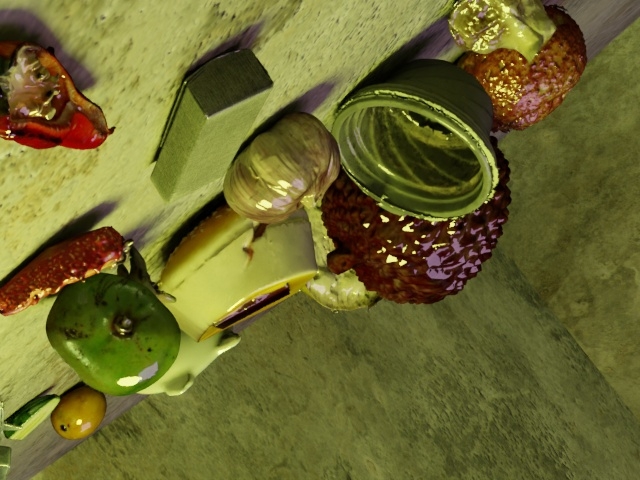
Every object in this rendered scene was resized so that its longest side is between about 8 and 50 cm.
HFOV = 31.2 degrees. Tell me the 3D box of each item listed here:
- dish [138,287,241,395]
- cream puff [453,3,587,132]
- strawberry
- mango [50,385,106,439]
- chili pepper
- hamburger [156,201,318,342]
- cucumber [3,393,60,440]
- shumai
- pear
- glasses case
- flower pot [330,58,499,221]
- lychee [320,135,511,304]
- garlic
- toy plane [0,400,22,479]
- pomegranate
[{"bbox_3d":[-0.232,0.125,1.767,0.228,0.086,0.236,-40,-147,-14],"label":"dish"},{"bbox_3d":[0.317,-0.266,1.827,0.240,0.164,0.240,-34,180,0],"label":"cream puff"},{"bbox_3d":[-0.257,0.027,1.139,0.152,0.048,0.104,-23,180,-8],"label":"strawberry"},{"bbox_3d":[-0.461,0.328,2.195,0.111,0.089,0.163,-37,-177,-11],"label":"mango"},{"bbox_3d":[-0.175,-0.085,0.702,0.051,0.059,0.268,1,179,3],"label":"chili pepper"},{"bbox_3d":[-0.121,0.035,1.584,0.227,0.151,0.295,-29,177,-19],"label":"hamburger"},{"bbox_3d":[-0.496,0.297,1.968,0.107,0.035,0.067,-43,164,-1],"label":"cucumber"},{"bbox_3d":[0.230,-0.268,1.405,0.146,0.116,0.145,-35,175,-3],"label":"shumai"},{"bbox_3d":[-0.002,-0.001,2.001,0.178,0.266,0.267,4,-152,45],"label":"pear"},{"bbox_3d":[-0.104,-0.099,1.030,0.071,0.047,0.205,-30,173,-24],"label":"glasses case"},{"bbox_3d":[0.142,-0.148,1.516,0.140,0.235,0.235,-59,-172,-33],"label":"flower pot"},{"bbox_3d":[0.148,-0.051,1.817,0.330,0.306,0.306,-37,175,-10],"label":"lychee"},{"bbox_3d":[-0.041,-0.078,1.338,0.147,0.102,0.159,-31,172,-41],"label":"garlic"},{"bbox_3d":[-0.514,0.336,1.781,0.267,0.088,0.212,-57,-151,32],"label":"toy plane"},{"bbox_3d":[-0.231,0.092,1.349,0.131,0.152,0.191,-38,-171,26],"label":"pomegranate"}]
